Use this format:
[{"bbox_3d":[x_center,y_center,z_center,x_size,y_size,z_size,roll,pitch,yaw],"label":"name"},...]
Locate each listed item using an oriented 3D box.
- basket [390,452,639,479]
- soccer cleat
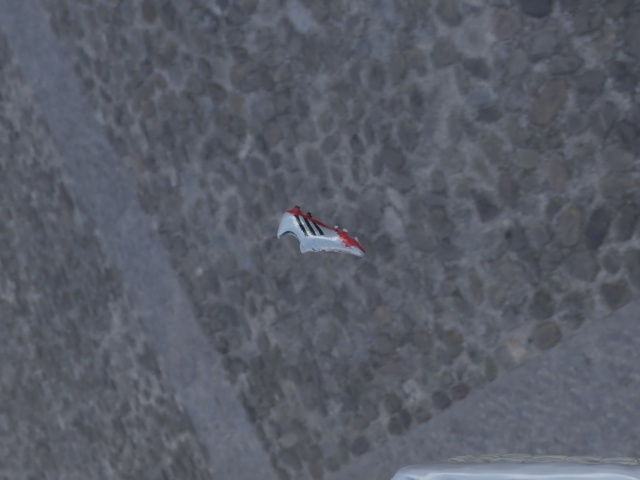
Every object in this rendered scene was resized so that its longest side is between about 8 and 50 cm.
[{"bbox_3d":[0.238,0.349,0.898,0.331,0.266,0.328,-2,82,16],"label":"basket"},{"bbox_3d":[0.000,0.000,0.942,0.083,0.036,0.029,27,170,14],"label":"soccer cleat"}]
